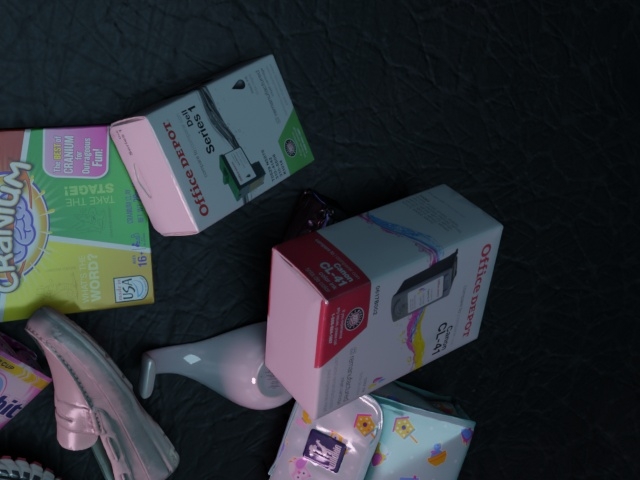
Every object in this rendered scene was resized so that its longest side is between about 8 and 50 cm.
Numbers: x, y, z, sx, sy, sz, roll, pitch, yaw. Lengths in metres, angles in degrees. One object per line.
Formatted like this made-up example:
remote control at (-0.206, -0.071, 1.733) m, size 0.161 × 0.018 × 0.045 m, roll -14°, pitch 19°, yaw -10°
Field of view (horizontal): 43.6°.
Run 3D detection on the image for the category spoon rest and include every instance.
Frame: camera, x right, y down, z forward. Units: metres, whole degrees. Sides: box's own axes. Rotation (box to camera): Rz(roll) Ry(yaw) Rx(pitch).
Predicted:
spoon rest at (-0.135, 0.180, 1.146) m, size 0.276 × 0.084 × 0.137 m, roll 6°, pitch 99°, yaw -36°

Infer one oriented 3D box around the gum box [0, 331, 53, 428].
gum box at (-0.423, 0.165, 0.980) m, size 0.107 × 0.062 × 0.188 m, roll -42°, pitch 152°, yaw -9°

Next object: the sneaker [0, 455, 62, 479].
sneaker at (-0.362, 0.382, 1.044) m, size 0.299 × 0.112 × 0.121 m, roll 35°, pitch 119°, yaw -22°

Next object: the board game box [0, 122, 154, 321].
board game box at (-0.379, -0.022, 1.009) m, size 0.317 × 0.064 × 0.242 m, roll -7°, pitch 102°, yaw -20°

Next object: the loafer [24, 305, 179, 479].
loafer at (-0.294, 0.222, 1.036) m, size 0.111 × 0.112 × 0.319 m, roll -39°, pitch 124°, yaw -22°

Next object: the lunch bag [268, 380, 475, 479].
lunch bag at (0.068, 0.317, 1.200) m, size 0.262 × 0.160 × 0.223 m, roll 18°, pitch 97°, yaw -12°

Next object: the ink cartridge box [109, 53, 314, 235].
ink cartridge box at (-0.134, -0.123, 1.032) m, size 0.219 × 0.093 × 0.160 m, roll -37°, pitch 113°, yaw -36°

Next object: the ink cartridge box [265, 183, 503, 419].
ink cartridge box at (0.085, 0.078, 1.103) m, size 0.306 × 0.131 × 0.226 m, roll -20°, pitch 133°, yaw -28°

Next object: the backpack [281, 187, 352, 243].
backpack at (0.000, 0.000, 1.140) m, size 0.084 × 0.105 × 0.114 m, roll 23°, pitch 101°, yaw -25°
